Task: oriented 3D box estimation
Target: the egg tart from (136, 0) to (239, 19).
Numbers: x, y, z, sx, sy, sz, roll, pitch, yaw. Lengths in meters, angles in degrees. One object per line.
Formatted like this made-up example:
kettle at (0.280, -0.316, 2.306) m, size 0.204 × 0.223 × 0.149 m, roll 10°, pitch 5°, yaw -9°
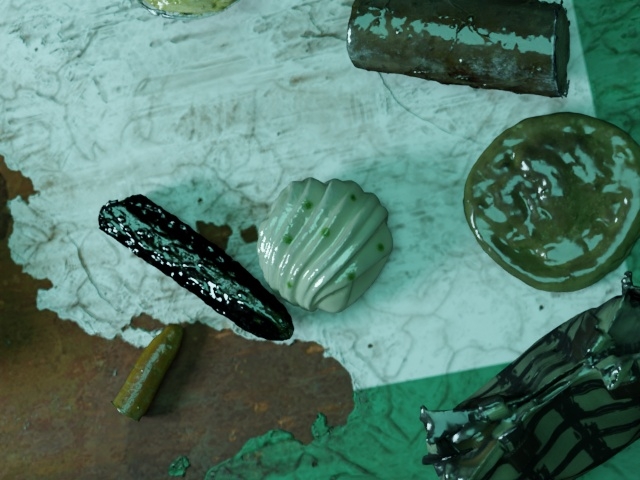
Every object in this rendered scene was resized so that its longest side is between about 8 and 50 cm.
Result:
egg tart at (-0.166, -0.402, 1.970) m, size 0.234 × 0.094 × 0.234 m, roll -2°, pitch 79°, yaw 12°

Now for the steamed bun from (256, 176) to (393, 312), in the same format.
steamed bun at (0.000, 0.000, 1.890) m, size 0.183 × 0.106 × 0.182 m, roll -1°, pitch 83°, yaw 10°

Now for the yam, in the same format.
yam at (0.182, -0.259, 1.871) m, size 0.280 × 0.131 × 0.131 m, roll 10°, pitch 86°, yaw 14°

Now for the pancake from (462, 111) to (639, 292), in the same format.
pancake at (0.300, -0.049, 1.858) m, size 0.242 × 0.050 × 0.241 m, roll -1°, pitch 84°, yaw 13°

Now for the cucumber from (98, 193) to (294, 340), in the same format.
cucumber at (-0.155, 0.038, 1.933) m, size 0.303 × 0.081 × 0.072 m, roll 35°, pitch 102°, yaw 11°

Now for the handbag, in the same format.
handbag at (0.278, 0.185, 1.698) m, size 0.325 × 0.327 × 0.162 m, roll -36°, pitch 74°, yaw 5°

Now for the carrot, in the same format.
carrot at (-0.226, 0.169, 1.951) m, size 0.048 × 0.048 × 0.139 m, roll 29°, pitch 88°, yaw 13°
